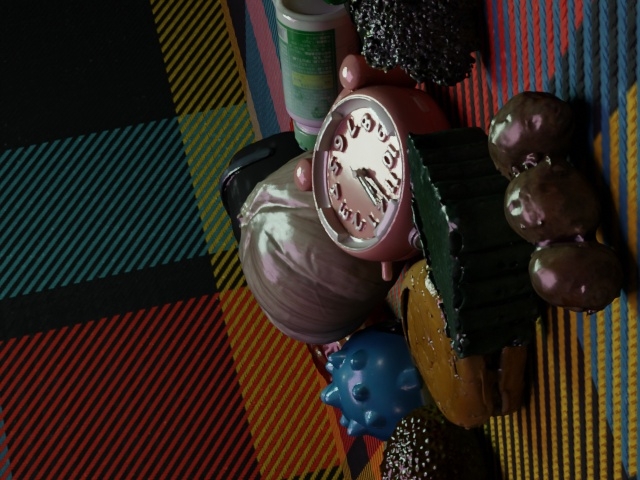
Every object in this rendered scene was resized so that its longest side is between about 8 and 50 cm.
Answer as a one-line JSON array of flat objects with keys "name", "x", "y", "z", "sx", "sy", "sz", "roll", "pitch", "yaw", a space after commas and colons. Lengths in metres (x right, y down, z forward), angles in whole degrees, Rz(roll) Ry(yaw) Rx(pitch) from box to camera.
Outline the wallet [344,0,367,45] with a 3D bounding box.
[{"name": "wallet", "x": 0.050, "y": -0.395, "z": 1.466, "sx": 0.169, "sy": 0.044, "sz": 0.317, "roll": 87, "pitch": 168, "yaw": -54}]

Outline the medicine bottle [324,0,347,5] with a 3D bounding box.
[{"name": "medicine bottle", "x": -0.018, "y": -0.423, "z": 1.480, "sx": 0.111, "sy": 0.076, "sz": 0.309, "roll": -62, "pitch": 33, "yaw": 24}]

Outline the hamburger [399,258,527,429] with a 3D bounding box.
[{"name": "hamburger", "x": 0.173, "y": 0.113, "z": 1.218, "sx": 0.214, "sy": 0.108, "sz": 0.213, "roll": 164, "pitch": 90, "yaw": -78}]

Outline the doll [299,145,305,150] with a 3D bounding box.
[{"name": "doll", "x": 0.014, "y": -0.199, "z": 1.927, "sx": 0.120, "sy": 0.075, "sz": 0.179, "roll": -50, "pitch": 26, "yaw": 26}]

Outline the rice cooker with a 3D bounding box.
[{"name": "rice cooker", "x": -0.066, "y": -0.067, "z": 2.021, "sx": 0.267, "sy": 0.267, "sz": 0.224, "roll": 89, "pitch": 169, "yaw": -53}]

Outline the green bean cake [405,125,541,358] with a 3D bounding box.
[{"name": "green bean cake", "x": 0.162, "y": -0.006, "z": 1.089, "sx": 0.208, "sy": 0.107, "sz": 0.193, "roll": -112, "pitch": 10, "yaw": -52}]

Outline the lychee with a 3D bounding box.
[{"name": "lychee", "x": 0.163, "y": 0.313, "z": 1.421, "sx": 0.171, "sy": 0.171, "sz": 0.171, "roll": 168, "pitch": 90, "yaw": -82}]

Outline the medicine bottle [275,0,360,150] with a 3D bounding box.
[{"name": "medicine bottle", "x": 0.001, "y": -0.279, "z": 1.667, "sx": 0.133, "sy": 0.133, "sz": 0.274, "roll": -111, "pitch": 13, "yaw": -45}]

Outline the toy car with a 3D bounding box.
[{"name": "toy car", "x": 0.094, "y": 0.226, "z": 1.602, "sx": 0.255, "sy": 0.190, "sz": 0.188, "roll": 139, "pitch": 118, "yaw": -83}]

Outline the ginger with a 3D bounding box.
[{"name": "ginger", "x": 0.201, "y": -0.032, "z": 0.873, "sx": 0.104, "sy": 0.080, "sz": 0.204, "roll": 121, "pitch": 138, "yaw": -70}]

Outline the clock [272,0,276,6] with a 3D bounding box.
[{"name": "clock", "x": -0.050, "y": -0.489, "z": 1.773, "sx": 0.231, "sy": 0.116, "sz": 0.262, "roll": 85, "pitch": 170, "yaw": -46}]

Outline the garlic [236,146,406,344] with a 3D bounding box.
[{"name": "garlic", "x": 0.000, "y": 0.000, "z": 1.546, "sx": 0.317, "sy": 0.259, "sz": 0.317, "roll": -57, "pitch": 11, "yaw": 18}]

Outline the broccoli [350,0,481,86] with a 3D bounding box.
[{"name": "broccoli", "x": 0.107, "y": -0.243, "z": 1.105, "sx": 0.160, "sy": 0.167, "sz": 0.154, "roll": 26, "pitch": -98, "yaw": -66}]

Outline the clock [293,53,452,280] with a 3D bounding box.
[{"name": "clock", "x": 0.095, "y": -0.082, "z": 1.282, "sx": 0.241, "sy": 0.142, "sz": 0.227, "roll": 61, "pitch": 138, "yaw": 40}]

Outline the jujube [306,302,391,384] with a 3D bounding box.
[{"name": "jujube", "x": 0.057, "y": 0.178, "z": 1.851, "sx": 0.250, "sy": 0.174, "sz": 0.174, "roll": -126, "pitch": 24, "yaw": -61}]

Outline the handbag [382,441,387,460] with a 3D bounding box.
[{"name": "handbag", "x": 0.164, "y": 0.397, "z": 1.664, "sx": 0.270, "sy": 0.117, "sz": 0.182, "roll": -128, "pitch": 35, "yaw": -74}]
